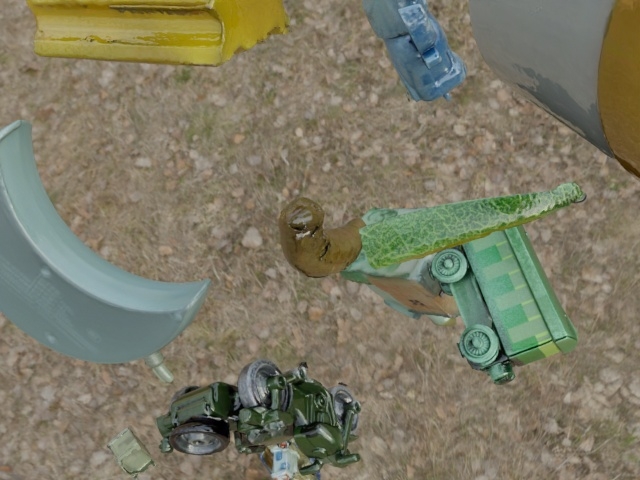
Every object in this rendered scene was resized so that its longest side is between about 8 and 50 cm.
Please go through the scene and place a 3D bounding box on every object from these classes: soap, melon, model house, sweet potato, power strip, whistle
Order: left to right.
[{"bbox_3d":[-0.211,0.028,0.576,0.167,0.253,0.054,-41,10,29],"label":"power strip"},{"bbox_3d":[-0.224,-0.321,0.910,0.325,0.096,0.204,9,34,22],"label":"soap"},{"bbox_3d":[-0.003,0.002,1.099,0.098,0.310,0.124,37,99,25],"label":"sweet potato"},{"bbox_3d":[0.119,-0.288,0.877,0.093,0.269,0.180,-27,41,13],"label":"whistle"},{"bbox_3d":[0.247,0.086,1.536,0.267,0.325,0.194,4,58,49],"label":"model house"},{"bbox_3d":[0.183,-0.012,0.776,0.262,0.114,0.053,-16,64,19],"label":"melon"}]

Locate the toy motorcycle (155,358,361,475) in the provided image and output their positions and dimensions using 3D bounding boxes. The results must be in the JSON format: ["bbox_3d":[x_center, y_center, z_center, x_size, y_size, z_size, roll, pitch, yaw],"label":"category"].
[{"bbox_3d":[-0.075,0.250,0.885,0.205,0.275,0.127,-27,52,28],"label":"toy motorcycle"}]

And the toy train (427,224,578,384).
[{"bbox_3d":[0.327,0.105,1.206,0.202,0.120,0.300,-25,61,16],"label":"toy train"}]

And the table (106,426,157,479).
[{"bbox_3d":[-0.427,0.486,1.478,0.062,0.079,0.083,-40,38,-16],"label":"table"}]

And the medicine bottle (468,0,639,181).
[{"bbox_3d":[0.254,-0.162,0.431,0.238,0.237,0.232,-26,38,-2],"label":"medicine bottle"}]

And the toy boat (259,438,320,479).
[{"bbox_3d":[-0.070,0.532,1.532,0.114,0.262,0.115,-20,43,13],"label":"toy boat"}]
